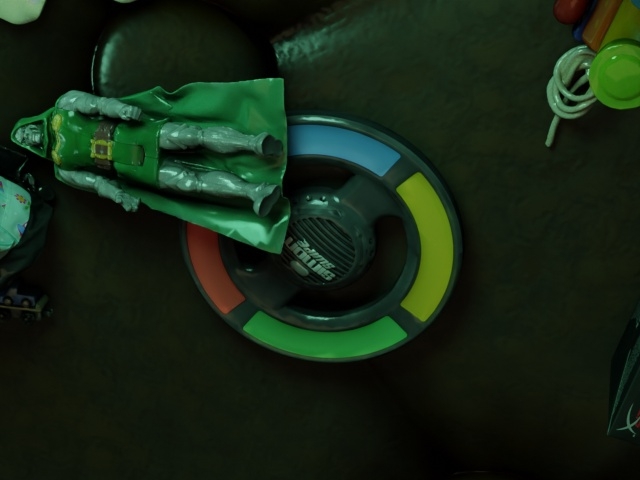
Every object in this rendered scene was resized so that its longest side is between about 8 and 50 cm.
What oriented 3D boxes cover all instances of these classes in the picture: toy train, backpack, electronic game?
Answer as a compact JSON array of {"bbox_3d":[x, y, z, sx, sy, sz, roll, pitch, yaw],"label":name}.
[{"bbox_3d":[-0.303,0.044,1.586,0.158,0.027,0.036,8,111,7],"label":"toy train"},{"bbox_3d":[0.212,-0.133,1.315,0.105,0.143,0.248,22,122,-3],"label":"toy train"},{"bbox_3d":[-0.317,-0.024,1.476,0.152,0.115,0.182,-36,127,19],"label":"backpack"},{"bbox_3d":[0.000,0.000,1.490,0.229,0.048,0.229,5,121,8],"label":"electronic game"}]

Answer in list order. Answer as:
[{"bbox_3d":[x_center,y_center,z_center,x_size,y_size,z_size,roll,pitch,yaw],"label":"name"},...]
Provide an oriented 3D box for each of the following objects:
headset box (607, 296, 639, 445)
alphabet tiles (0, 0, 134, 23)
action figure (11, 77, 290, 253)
[{"bbox_3d":[0.394,0.085,1.430,0.293,0.110,0.218,18,122,0],"label":"headset box"},{"bbox_3d":[-0.228,-0.300,1.370,0.278,0.021,0.284,25,121,-4],"label":"alphabet tiles"},{"bbox_3d":[-0.138,-0.069,1.448,0.232,0.063,0.137,9,105,25],"label":"action figure"}]
